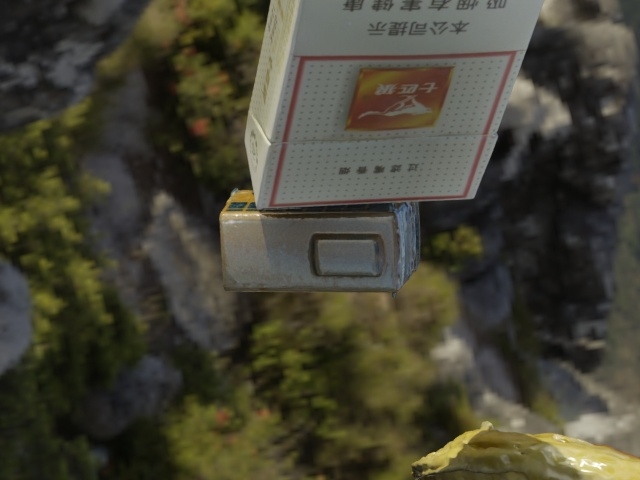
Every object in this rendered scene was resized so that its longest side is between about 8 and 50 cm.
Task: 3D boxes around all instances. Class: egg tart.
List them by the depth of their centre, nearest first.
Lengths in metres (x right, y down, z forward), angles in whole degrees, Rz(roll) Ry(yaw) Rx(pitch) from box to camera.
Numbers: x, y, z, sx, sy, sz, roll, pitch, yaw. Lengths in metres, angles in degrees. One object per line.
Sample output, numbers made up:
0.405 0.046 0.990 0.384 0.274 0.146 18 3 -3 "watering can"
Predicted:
0.292 0.338 1.938 0.443 0.443 0.178 35 68 -44 "egg tart"

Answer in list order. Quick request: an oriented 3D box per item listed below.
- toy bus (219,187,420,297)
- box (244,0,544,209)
0.000 0.000 1.749 0.103 0.182 0.091 -63 152 -71 "toy bus"
0.061 -0.163 1.579 0.210 0.330 0.095 -3 55 -13 "box"
